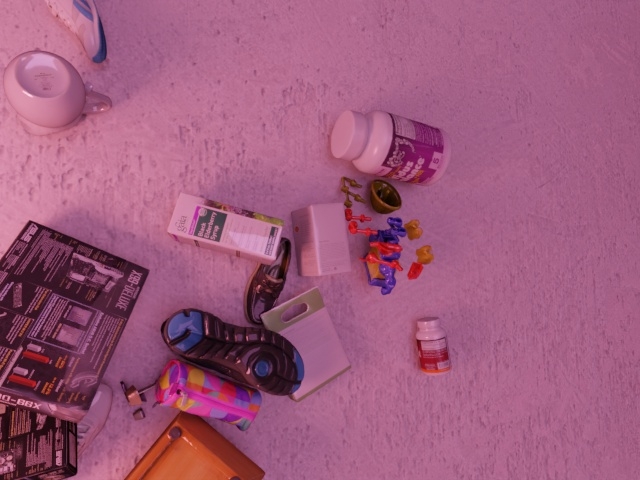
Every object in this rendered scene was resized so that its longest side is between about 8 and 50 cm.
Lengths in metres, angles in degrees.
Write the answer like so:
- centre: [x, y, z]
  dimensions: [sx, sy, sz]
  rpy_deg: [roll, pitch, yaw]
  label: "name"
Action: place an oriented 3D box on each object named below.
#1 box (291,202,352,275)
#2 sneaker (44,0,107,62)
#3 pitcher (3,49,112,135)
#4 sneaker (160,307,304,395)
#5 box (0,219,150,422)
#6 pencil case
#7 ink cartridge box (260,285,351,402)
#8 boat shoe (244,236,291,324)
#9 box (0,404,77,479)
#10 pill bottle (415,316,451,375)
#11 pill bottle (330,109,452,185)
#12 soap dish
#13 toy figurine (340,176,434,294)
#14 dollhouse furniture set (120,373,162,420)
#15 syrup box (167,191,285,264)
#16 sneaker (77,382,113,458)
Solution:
- centre: [0.000, 0.000, 1.098]
  dimensions: [0.091, 0.130, 0.170]
  rpy_deg: [-6, 89, -25]
  label: "box"
- centre: [-0.513, -0.476, 0.921]
  dimensions: [0.092, 0.087, 0.228]
  rpy_deg: [-19, 87, -19]
  label: "sneaker"
- centre: [-0.491, -0.276, 0.842]
  dimensions: [0.178, 0.207, 0.125]
  rpy_deg: [-21, 95, -27]
  label: "pitcher"
- centre: [-0.190, 0.243, 0.986]
  dimensions: [0.341, 0.140, 0.125]
  rpy_deg: [32, 64, -20]
  label: "sneaker"
- centre: [-0.488, 0.140, 0.805]
  dimensions: [0.242, 0.076, 0.307]
  rpy_deg: [27, 46, -22]
  label: "box"
- centre: [-0.238, 0.335, 0.947]
  dimensions: [0.236, 0.104, 0.104]
  rpy_deg: [33, 72, -35]
  label: "pencil case"
- centre: [-0.041, 0.254, 1.099]
  dimensions: [0.171, 0.056, 0.235]
  rpy_deg: [-25, 95, -25]
  label: "ink cartridge box"
- centre: [-0.124, 0.094, 1.061]
  dimensions: [0.080, 0.073, 0.223]
  rpy_deg: [21, 77, -23]
  label: "boat shoe"
- centre: [-0.520, 0.337, 0.781]
  dimensions: [0.147, 0.077, 0.180]
  rpy_deg: [-9, 55, -20]
  label: "box"
- centre: [0.318, 0.298, 1.252]
  dimensions: [0.086, 0.086, 0.152]
  rpy_deg: [-9, 89, -26]
  label: "pill bottle"
- centre: [0.188, -0.252, 1.188]
  dimensions: [0.302, 0.169, 0.169]
  rpy_deg: [8, 82, -25]
  label: "pill bottle"
- centre: [-0.290, 0.521, 0.878]
  dimensions: [0.229, 0.118, 0.291]
  rpy_deg: [35, 71, 11]
  label: "soap dish"
- centre: [0.136, 0.019, 1.168]
  dimensions: [0.191, 0.217, 0.362]
  rpy_deg: [3, 40, -13]
  label: "toy figurine"
- centre: [-0.352, 0.322, 0.912]
  dimensions: [0.081, 0.114, 0.091]
  rpy_deg: [-22, 93, -30]
  label: "dollhouse furniture set"
- centre: [-0.208, -0.022, 0.986]
  dimensions: [0.237, 0.096, 0.093]
  rpy_deg: [16, 77, -8]
  label: "syrup box"
- centre: [-0.485, 0.391, 0.851]
  dimensions: [0.090, 0.095, 0.235]
  rpy_deg: [36, 70, -17]
  label: "sneaker"
